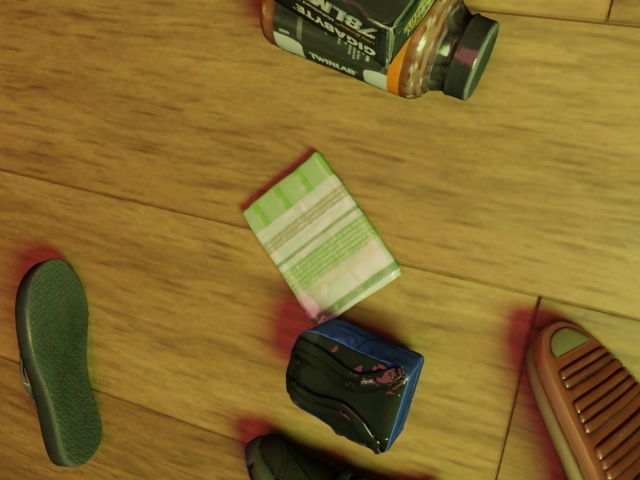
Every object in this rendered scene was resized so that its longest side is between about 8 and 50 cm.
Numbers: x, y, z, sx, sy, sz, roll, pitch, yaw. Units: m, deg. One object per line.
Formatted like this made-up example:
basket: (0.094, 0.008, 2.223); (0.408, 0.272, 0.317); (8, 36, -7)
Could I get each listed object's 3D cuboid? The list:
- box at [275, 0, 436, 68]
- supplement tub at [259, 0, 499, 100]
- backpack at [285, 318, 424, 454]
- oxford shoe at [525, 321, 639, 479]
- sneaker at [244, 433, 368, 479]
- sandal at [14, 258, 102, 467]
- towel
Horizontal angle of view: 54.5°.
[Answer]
box: (0.016, -0.334, 0.488); (0.293, 0.073, 0.295); (34, 85, 7)
supplement tub: (0.052, -0.192, 0.551); (0.198, 0.106, 0.106); (26, 106, 14)
backpack: (0.032, 0.135, 0.609); (0.120, 0.101, 0.098); (19, 102, 21)
oxford shoe: (0.250, 0.245, 0.538); (0.130, 0.123, 0.348); (-40, 66, 52)
sneaker: (0.065, 0.301, 0.626); (0.341, 0.125, 0.140); (35, 65, 25)
sandal: (-0.324, 0.150, 0.742); (0.055, 0.097, 0.254); (-2, 97, 20)
towel: (0.000, 0.000, 0.647); (0.113, 0.023, 0.152); (-36, 83, 19)
